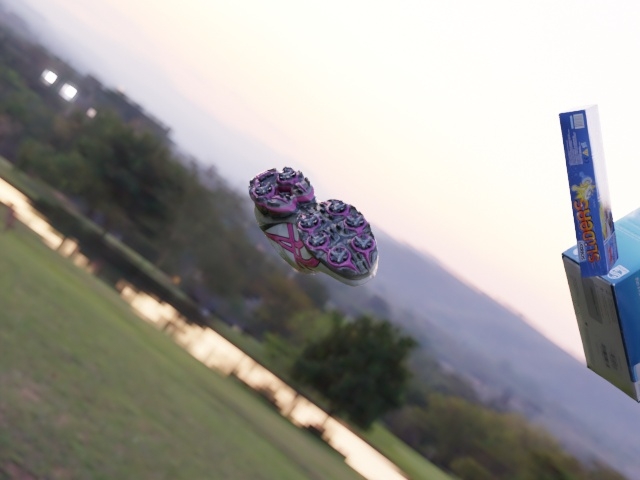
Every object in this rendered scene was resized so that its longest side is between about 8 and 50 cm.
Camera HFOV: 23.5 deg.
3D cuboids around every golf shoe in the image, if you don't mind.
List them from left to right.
[{"bbox_3d":[0.000,0.000,1.470,0.186,0.067,0.086,41,-29,47],"label":"golf shoe"}]

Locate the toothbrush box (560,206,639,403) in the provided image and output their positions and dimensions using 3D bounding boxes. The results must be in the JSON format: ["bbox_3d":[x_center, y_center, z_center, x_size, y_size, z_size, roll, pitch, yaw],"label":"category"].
[{"bbox_3d":[0.509,0.055,2.176,0.126,0.296,0.216,36,-30,53],"label":"toothbrush box"}]

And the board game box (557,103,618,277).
[{"bbox_3d":[0.331,-0.064,1.888,0.035,0.201,0.136,-7,5,17],"label":"board game box"}]
